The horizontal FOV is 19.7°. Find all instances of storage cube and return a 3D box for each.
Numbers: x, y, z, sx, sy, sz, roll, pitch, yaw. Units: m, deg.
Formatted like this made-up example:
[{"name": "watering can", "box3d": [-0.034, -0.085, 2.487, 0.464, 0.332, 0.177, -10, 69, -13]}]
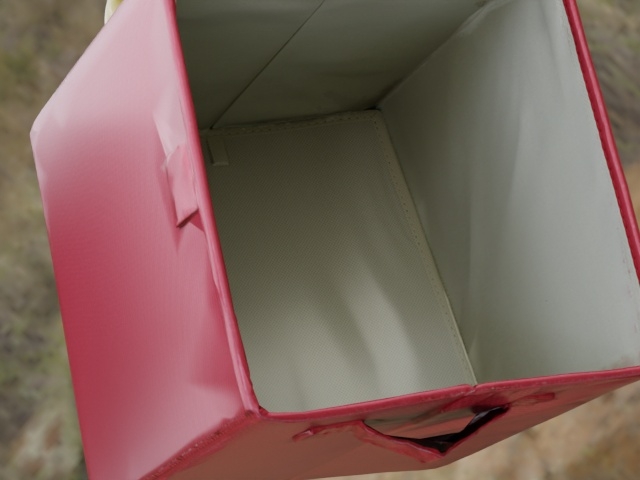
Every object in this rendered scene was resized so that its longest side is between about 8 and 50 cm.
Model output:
[{"name": "storage cube", "box3d": [0.000, 0.000, 0.777, 0.184, 0.215, 0.193, -5, -16, -26]}]

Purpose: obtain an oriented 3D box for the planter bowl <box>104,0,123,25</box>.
[{"name": "planter bowl", "box3d": [-0.049, -0.124, 0.985, 0.217, 0.090, 0.217, -25, 42, 25]}]
